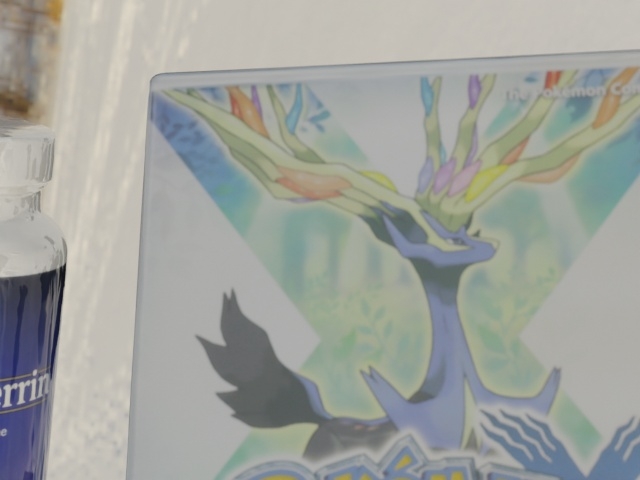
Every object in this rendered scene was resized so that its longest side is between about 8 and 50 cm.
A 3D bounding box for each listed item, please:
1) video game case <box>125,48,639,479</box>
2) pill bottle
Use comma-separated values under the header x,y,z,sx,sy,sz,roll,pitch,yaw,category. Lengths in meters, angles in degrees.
x,y,z,sx,sy,sz,roll,pitch,yaw,category
0.070,0.052,0.631,0.036,0.328,0.300,63,-154,-70,video game case
-0.245,0.052,0.841,0.153,0.153,0.265,-135,51,-73,pill bottle
